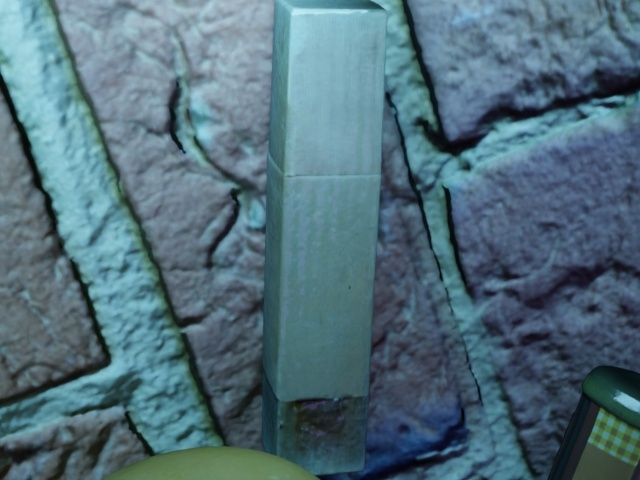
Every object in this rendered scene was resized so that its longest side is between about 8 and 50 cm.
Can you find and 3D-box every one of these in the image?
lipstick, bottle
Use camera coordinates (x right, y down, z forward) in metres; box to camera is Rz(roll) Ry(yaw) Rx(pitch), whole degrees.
[{"bbox_3d":[0.000,0.000,1.053,0.079,0.076,0.372,-1,108,-12],"label":"lipstick"},{"bbox_3d":[0.239,0.250,1.167,0.156,0.143,0.271,8,107,-57],"label":"bottle"}]

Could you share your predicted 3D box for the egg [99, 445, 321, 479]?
[{"bbox_3d":[-0.109,0.327,1.008,0.301,0.301,0.374,27,114,-21],"label":"egg"}]
